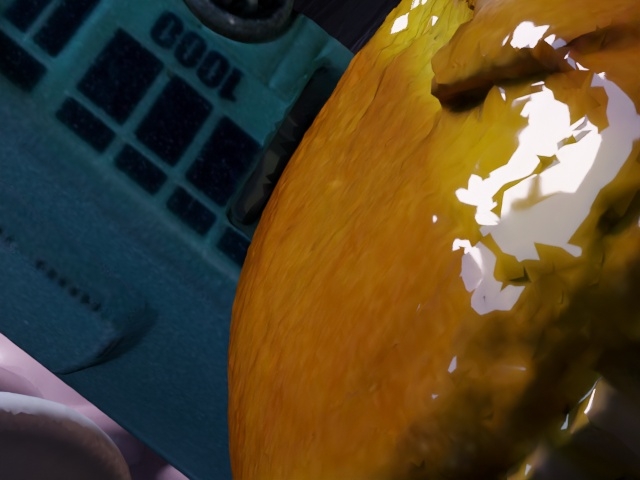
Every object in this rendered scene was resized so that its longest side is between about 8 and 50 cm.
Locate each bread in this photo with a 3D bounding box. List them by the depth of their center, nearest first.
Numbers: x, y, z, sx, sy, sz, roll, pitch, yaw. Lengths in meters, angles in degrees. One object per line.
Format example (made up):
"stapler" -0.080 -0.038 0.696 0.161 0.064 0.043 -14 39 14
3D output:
"bread" 0.073 0.001 0.477 0.204 0.156 0.288 -48 13 14

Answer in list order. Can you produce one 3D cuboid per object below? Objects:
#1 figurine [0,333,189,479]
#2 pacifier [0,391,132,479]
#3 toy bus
"figurine" -0.141 0.128 0.857 0.287 0.176 0.186 -12 56 61
"pacifier" -0.081 0.171 0.420 0.238 0.287 0.226 -43 48 -11
"toy bus" -0.041 -0.009 0.669 0.128 0.256 0.147 -34 21 50
